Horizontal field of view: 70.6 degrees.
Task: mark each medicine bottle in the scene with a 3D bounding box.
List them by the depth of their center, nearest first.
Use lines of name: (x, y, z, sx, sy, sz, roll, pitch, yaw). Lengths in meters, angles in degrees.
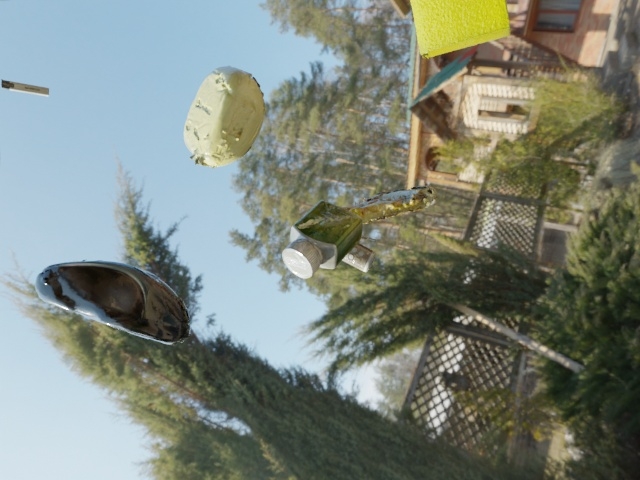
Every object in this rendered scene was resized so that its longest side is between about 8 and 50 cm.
medicine bottle: (0.000, 0.000, 1.080, 0.188, 0.132, 0.088, -46, -29, -37)

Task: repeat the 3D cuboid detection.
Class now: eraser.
eraser: (0.148, -0.274, 0.492, 0.045, 0.097, 0.122, -32, -69, -63)

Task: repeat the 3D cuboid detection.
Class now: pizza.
pizza: (0.197, -0.124, 1.641, 0.392, 0.436, 0.080, -41, -63, -74)

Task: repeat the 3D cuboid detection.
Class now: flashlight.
flashlight: (-0.609, -0.314, 0.934, 0.083, 0.018, 0.018, 1, -86, -36)

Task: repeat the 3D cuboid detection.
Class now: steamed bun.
steamed bun: (-0.245, -0.317, 1.214, 0.166, 0.232, 0.272, 19, -82, -40)

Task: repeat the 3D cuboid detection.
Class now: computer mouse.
computer mouse: (-0.297, 0.082, 0.674, 0.137, 0.234, 0.096, 105, -174, -71)

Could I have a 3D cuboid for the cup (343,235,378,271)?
cup: (0.120, 0.034, 1.368, 0.102, 0.099, 0.074, -57, -12, -21)
